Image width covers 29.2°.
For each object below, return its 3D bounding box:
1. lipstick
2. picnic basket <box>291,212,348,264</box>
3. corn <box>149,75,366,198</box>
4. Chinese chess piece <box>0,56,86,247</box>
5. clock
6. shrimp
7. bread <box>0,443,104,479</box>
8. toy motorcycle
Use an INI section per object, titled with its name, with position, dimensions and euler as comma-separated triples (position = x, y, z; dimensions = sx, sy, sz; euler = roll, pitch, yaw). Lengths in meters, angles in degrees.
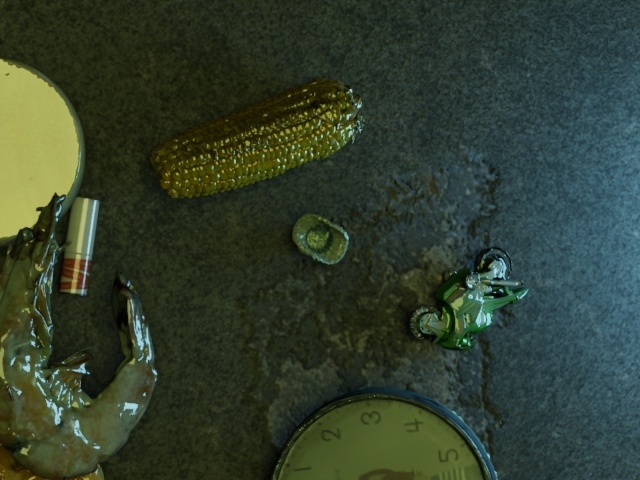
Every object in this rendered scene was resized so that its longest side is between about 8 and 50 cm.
[lipstick]
position = -0.324, 0.009, 1.648
dimensions = 0.038, 0.038, 0.131
euler = 9, 85, -16
[picnic basket]
position = 0.000, 0.000, 1.721
dimensions = 0.083, 0.083, 0.065
euler = 32, 84, -9
[corn]
position = -0.080, -0.137, 1.694
dimensions = 0.317, 0.115, 0.115
euler = -24, 94, -16
[Chinese chess piece]
position = -0.431, -0.114, 1.595
dimensions = 0.250, 0.097, 0.251
euler = 1, 87, -15
[clock]
position = 0.085, 0.364, 1.673
dimensions = 0.325, 0.067, 0.325
euler = -1, 85, 6
[shrimp]
position = -0.314, 0.118, 1.542
dimensions = 0.247, 0.085, 0.360
euler = 2, 82, -38
[bread]
position = -0.399, 0.313, 1.567
dimensions = 0.236, 0.120, 0.198
euler = 27, 81, -14
[toy motorcycle]
position = 0.216, 0.096, 1.787
dimensions = 0.190, 0.074, 0.106
euler = -39, 107, -16
